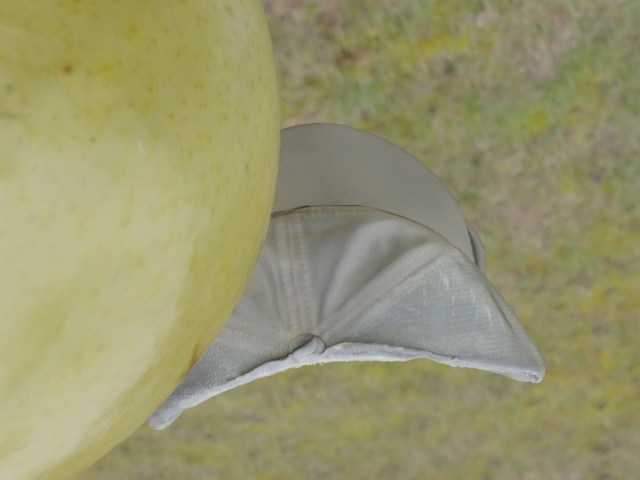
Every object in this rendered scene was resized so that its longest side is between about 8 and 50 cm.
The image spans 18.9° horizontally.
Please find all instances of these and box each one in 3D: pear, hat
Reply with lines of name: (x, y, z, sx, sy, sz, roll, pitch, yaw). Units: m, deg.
pear: (-0.167, -0.038, 0.739, 0.309, 0.309, 0.309, -13, 144, -10)
hat: (0.000, 0.000, 1.049, 0.219, 0.226, 0.164, -9, 148, 4)
